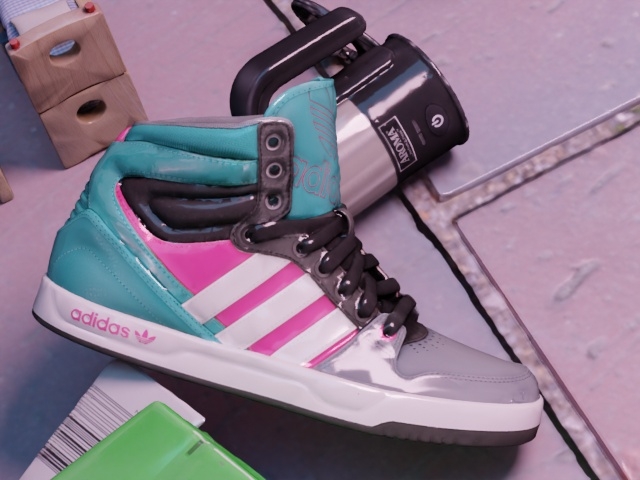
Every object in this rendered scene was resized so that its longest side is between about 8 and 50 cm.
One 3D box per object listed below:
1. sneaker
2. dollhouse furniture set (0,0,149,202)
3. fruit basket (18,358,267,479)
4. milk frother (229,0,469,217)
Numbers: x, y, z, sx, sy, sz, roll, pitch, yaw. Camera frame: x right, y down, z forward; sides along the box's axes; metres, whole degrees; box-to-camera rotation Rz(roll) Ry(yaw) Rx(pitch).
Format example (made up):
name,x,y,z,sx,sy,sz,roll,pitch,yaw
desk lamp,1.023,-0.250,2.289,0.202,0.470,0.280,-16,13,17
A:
name,x,y,z,sx,sy,sz,roll,pitch,yaw
sneaker,0.000,0.000,1.122,0.296,0.124,0.178,16,98,1
dollhouse furniture set,-0.231,-0.113,1.294,0.184,0.129,0.129,-27,56,-7
fruit basket,-0.103,0.280,1.017,0.327,0.165,0.353,33,90,36
milk frother,-0.004,-0.079,1.259,0.135,0.129,0.143,-35,14,-13
